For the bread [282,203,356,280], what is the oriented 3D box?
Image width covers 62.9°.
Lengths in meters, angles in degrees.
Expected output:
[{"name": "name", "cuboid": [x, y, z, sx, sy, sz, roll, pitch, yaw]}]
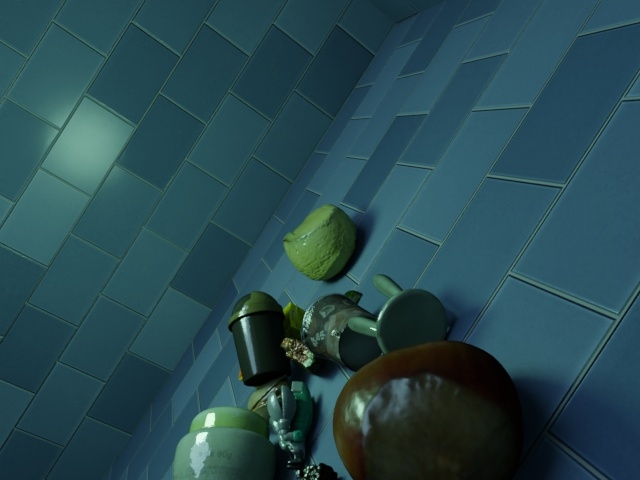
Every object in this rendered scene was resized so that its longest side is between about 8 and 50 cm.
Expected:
[{"name": "bread", "cuboid": [0.007, 0.008, 2.129, 0.320, 0.237, 0.321, -36, 20, 15]}]

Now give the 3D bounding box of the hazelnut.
[{"name": "hazelnut", "cuboid": [0.203, 0.349, 1.006, 0.366, 0.365, 0.366, -47, 22, 26]}]

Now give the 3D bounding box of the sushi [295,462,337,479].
[{"name": "sushi", "cuboid": [-0.009, 0.645, 1.381, 0.094, 0.098, 0.084, -47, 21, 34]}]

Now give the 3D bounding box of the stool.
[{"name": "stool", "cuboid": [0.206, 0.208, 1.393, 0.195, 0.195, 0.198, -59, 18, -4]}]

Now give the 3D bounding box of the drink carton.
[{"name": "drink carton", "cuboid": [-0.185, 0.426, 2.109, 0.351, 0.111, 0.155, -49, 23, 23]}]

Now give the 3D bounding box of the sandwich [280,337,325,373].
[{"name": "sandwich", "cuboid": [-0.053, 0.393, 1.761, 0.079, 0.159, 0.235, -66, 16, -17]}]

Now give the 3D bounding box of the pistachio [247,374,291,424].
[{"name": "pistachio", "cuboid": [-0.177, 0.567, 1.845, 0.215, 0.143, 0.144, -51, 20, 23]}]

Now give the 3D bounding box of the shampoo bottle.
[{"name": "shampoo bottle", "cuboid": [-0.298, 0.710, 1.639, 0.322, 0.322, 0.318, -44, 29, 33]}]

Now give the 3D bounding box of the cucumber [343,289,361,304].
[{"name": "cucumber", "cuboid": [0.102, 0.205, 1.881, 0.067, 0.035, 0.107, -62, 18, -8]}]

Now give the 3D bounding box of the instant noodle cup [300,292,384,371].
[{"name": "instant noodle cup", "cuboid": [0.079, 0.282, 1.579, 0.218, 0.217, 0.207, -61, 27, -9]}]

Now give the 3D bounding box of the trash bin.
[{"name": "trash bin", "cuboid": [-0.225, 0.346, 1.916, 0.214, 0.214, 0.334, -39, 54, 41]}]

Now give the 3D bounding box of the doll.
[{"name": "doll", "cuboid": [-0.097, 0.559, 1.633, 0.258, 0.153, 0.195, -103, 21, -69]}]
